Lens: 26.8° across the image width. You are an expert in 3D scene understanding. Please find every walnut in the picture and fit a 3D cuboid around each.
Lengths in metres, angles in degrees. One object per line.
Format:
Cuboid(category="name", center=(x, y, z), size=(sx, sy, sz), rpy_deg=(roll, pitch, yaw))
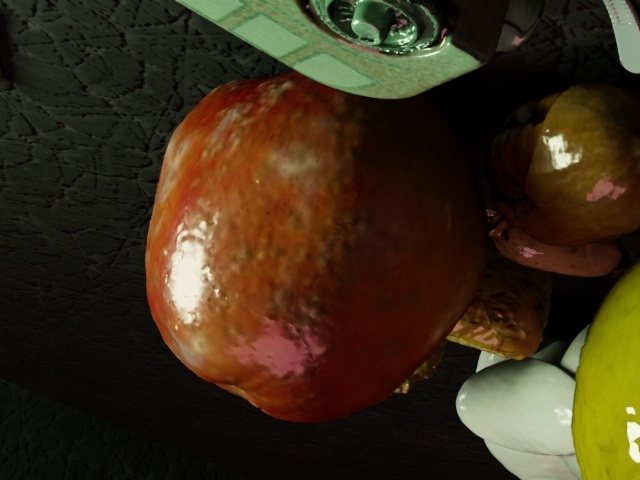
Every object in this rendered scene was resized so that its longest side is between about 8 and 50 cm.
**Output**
Cuboid(category="walnut", center=(0.177, -0.051, 0.943), size=(0.116, 0.115, 0.207), rpy_deg=(20, 168, -10))

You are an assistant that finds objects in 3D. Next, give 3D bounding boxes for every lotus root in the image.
Cuboid(category="lotus root", center=(0.191, -0.004, 1.116), size=(0.152, 0.063, 0.072), rpy_deg=(15, -171, -14))

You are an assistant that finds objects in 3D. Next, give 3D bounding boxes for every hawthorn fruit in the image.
Cuboid(category="hawthorn fruit", center=(0.000, 0.000, 1.009), size=(0.284, 0.284, 0.284), rpy_deg=(15, 161, 5))

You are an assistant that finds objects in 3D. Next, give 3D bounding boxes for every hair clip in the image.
Cuboid(category="hair clip", center=(0.169, -0.142, 0.789), size=(0.030, 0.039, 0.115), rpy_deg=(-9, 146, 42))

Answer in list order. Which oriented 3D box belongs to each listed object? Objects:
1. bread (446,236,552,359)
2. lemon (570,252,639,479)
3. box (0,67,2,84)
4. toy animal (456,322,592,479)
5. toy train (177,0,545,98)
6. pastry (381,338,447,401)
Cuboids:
Cuboid(category="bread", center=(0.107, 0.032, 1.221), size=(0.211, 0.114, 0.083), rpy_deg=(18, 159, -10))
Cuboid(category="lemon", center=(0.347, 0.123, 0.932), size=(0.350, 0.350, 0.387), rpy_deg=(19, -167, -6))
Cuboid(category="box", center=(-0.314, -0.171, 1.151), size=(0.073, 0.020, 0.149), rpy_deg=(20, 161, -4))
Cuboid(category="toy animal", center=(0.293, 0.180, 1.335), size=(0.272, 0.206, 0.265), rpy_deg=(25, 164, -15))
Cuboid(category="toy train", center=(-0.030, -0.185, 0.702), size=(0.326, 0.129, 0.159), rpy_deg=(27, 161, -25))
Cuboid(category="pastry", center=(0.027, 0.070, 1.291), size=(0.189, 0.188, 0.103), rpy_deg=(19, 164, -6))
